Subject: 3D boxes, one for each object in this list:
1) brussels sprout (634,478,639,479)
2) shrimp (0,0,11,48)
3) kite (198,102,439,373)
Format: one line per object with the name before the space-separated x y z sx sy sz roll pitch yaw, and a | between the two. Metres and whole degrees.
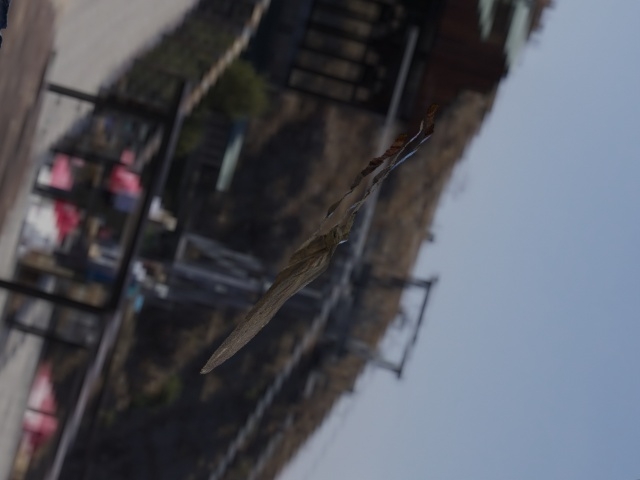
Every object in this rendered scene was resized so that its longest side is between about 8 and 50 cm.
brussels sprout | 0.316 0.373 1.602 0.247 0.328 0.328 -138 -118 -73
shrimp | -0.280 -0.290 1.330 0.445 0.085 0.272 96 -16 -45
kite | 0.001 0.001 1.156 0.245 0.015 0.141 -51 -170 -23
